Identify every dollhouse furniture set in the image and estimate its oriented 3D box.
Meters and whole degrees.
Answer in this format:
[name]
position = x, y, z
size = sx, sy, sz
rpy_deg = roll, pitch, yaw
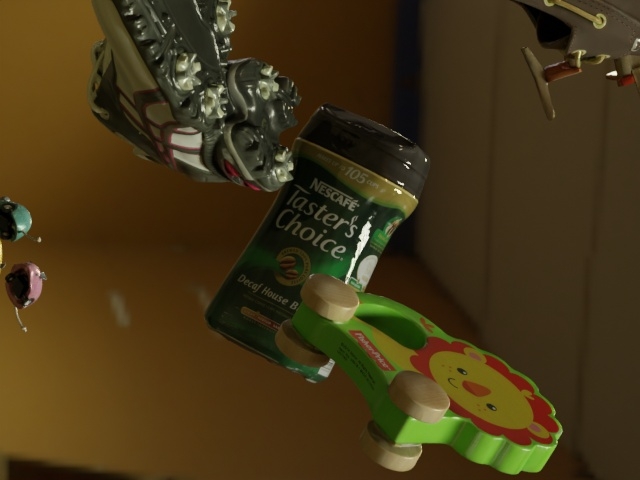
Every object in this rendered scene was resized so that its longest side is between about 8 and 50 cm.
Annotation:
[dollhouse furniture set]
position = 0.376, -0.200, 2.160
size = 0.259, 0.262, 0.135
rpy_deg = -50, 121, -83

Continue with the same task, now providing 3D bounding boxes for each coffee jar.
[coffee jar]
position = 0.000, 0.000, 1.329
size = 0.184, 0.096, 0.079
rpy_deg = -63, 160, -3

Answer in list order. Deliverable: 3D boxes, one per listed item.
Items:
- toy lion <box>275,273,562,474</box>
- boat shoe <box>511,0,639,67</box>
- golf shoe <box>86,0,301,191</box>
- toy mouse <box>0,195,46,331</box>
[toy lion]
position = 0.045, 0.055, 0.746
size = 0.100, 0.096, 0.034
rpy_deg = 47, -60, 37
[boat shoe]
position = 0.199, -0.199, 1.519
size = 0.096, 0.324, 0.116
rpy_deg = -61, -153, 7
[golf shoe]
position = -0.105, -0.106, 1.202
size = 0.273, 0.120, 0.105
rpy_deg = 57, 37, -59
[toy mouse]
position = -0.313, 0.010, 1.942
size = 0.143, 0.031, 0.161
rpy_deg = -24, -93, 49
